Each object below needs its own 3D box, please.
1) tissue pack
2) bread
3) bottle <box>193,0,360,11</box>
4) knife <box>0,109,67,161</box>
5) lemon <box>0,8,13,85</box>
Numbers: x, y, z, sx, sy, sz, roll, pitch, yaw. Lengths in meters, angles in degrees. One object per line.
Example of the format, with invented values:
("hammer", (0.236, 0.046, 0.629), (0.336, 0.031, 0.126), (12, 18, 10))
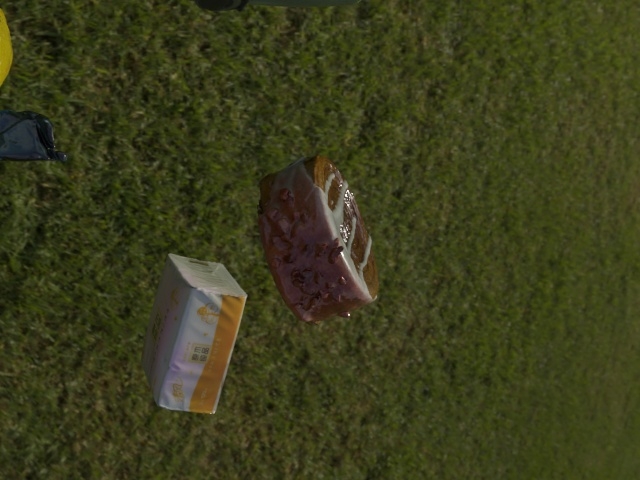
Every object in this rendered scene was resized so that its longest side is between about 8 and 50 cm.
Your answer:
("tissue pack", (-0.233, 0.163, 1.245), (0.124, 0.185, 0.225), (12, 102, -25))
("bread", (0.000, 0.000, 0.663), (0.160, 0.073, 0.160), (-17, 90, -76))
("bottle", (-0.089, -0.478, 1.175), (0.347, 0.168, 0.168), (-11, 111, -19))
("knife", (-0.346, -0.079, 0.535), (0.026, 0.296, 0.044), (111, -23, -85))
("lemon", (-0.697, -0.364, 1.234), (0.284, 0.260, 0.260), (12, 92, -41))
